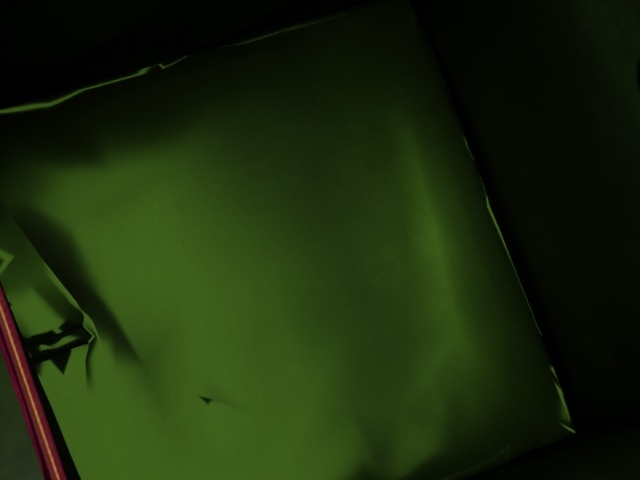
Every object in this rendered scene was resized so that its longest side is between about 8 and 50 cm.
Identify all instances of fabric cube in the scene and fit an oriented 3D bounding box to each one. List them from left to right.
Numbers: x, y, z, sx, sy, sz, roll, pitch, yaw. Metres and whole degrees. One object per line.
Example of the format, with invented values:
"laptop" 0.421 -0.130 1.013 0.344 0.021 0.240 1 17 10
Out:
"fabric cube" 0.000 0.000 0.513 0.259 0.258 0.254 -19 83 -14

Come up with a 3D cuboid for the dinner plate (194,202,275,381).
"dinner plate" -0.075 0.026 0.639 0.141 0.017 0.141 1 80 -7
